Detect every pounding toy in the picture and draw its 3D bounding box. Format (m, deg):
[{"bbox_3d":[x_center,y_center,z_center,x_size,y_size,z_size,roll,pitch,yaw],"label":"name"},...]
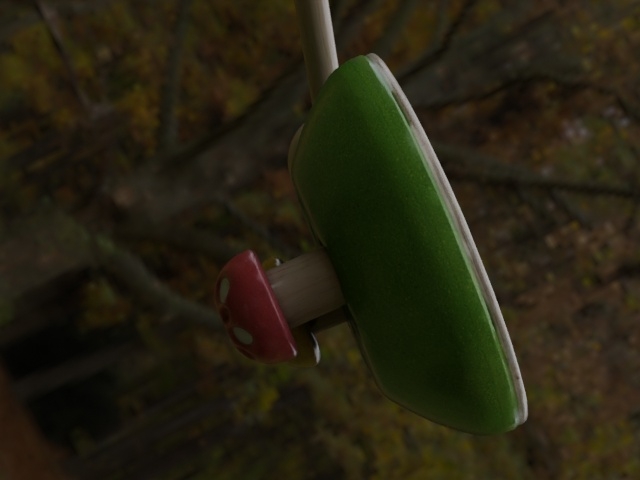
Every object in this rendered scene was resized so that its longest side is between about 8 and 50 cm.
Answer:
[{"bbox_3d":[0.000,0.000,0.859,0.183,0.110,0.237,70,-4,-50],"label":"pounding toy"}]
